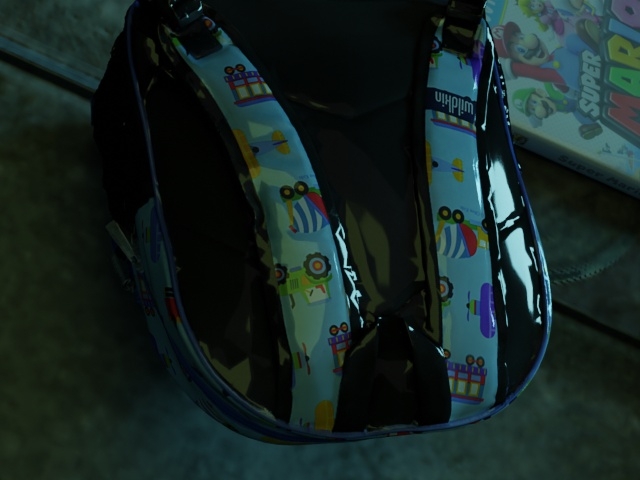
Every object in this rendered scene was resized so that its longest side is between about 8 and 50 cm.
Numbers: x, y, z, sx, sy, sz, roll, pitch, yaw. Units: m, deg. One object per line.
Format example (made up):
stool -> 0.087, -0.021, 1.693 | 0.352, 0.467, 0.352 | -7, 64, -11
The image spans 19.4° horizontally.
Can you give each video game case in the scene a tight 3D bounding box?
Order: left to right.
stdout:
video game case -> 0.137, -0.077, 0.840 | 0.166, 0.015, 0.119 | 23, 60, -10

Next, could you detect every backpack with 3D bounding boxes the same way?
backpack -> 0.000, 0.000, 0.690 | 0.158, 0.117, 0.173 | -3, 67, -23
